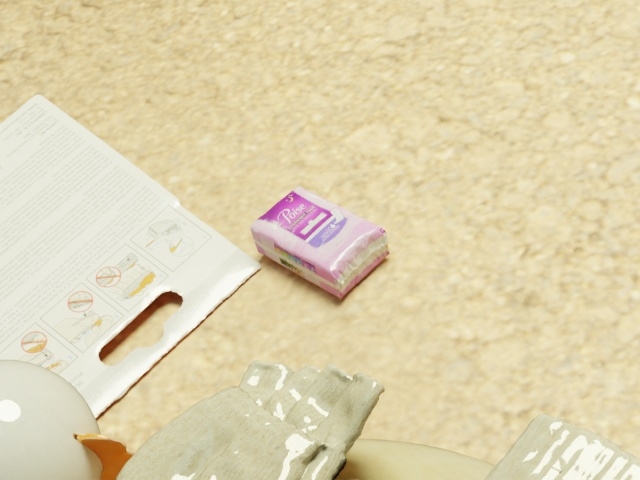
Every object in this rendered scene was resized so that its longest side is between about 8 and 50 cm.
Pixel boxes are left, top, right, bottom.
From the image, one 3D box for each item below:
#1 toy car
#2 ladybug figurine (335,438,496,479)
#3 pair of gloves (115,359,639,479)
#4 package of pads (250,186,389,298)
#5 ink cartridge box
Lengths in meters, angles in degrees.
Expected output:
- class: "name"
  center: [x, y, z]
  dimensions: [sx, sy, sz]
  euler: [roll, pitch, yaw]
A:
- class: "toy car"
  center: [-0.214, 0.130, 1.001]
  dimensions: [0.238, 0.210, 0.219]
  euler: [10, 59, -9]
- class: "ladybug figurine"
  center: [0.051, 0.262, 0.742]
  dimensions: [0.305, 0.162, 0.449]
  euler: [-31, 44, -12]
- class: "pair of gloves"
  center: [0.006, 0.145, 0.728]
  dimensions: [0.240, 0.042, 0.204]
  euler: [15, 56, 34]
- class: "package of pads"
  center: [0.000, 0.000, 1.123]
  dimensions: [0.050, 0.032, 0.083]
  euler: [-40, 46, -24]
- class: "ink cartridge box"
  center: [-0.179, 0.022, 1.172]
  dimensions: [0.225, 0.056, 0.181]
  euler: [37, 65, 22]
